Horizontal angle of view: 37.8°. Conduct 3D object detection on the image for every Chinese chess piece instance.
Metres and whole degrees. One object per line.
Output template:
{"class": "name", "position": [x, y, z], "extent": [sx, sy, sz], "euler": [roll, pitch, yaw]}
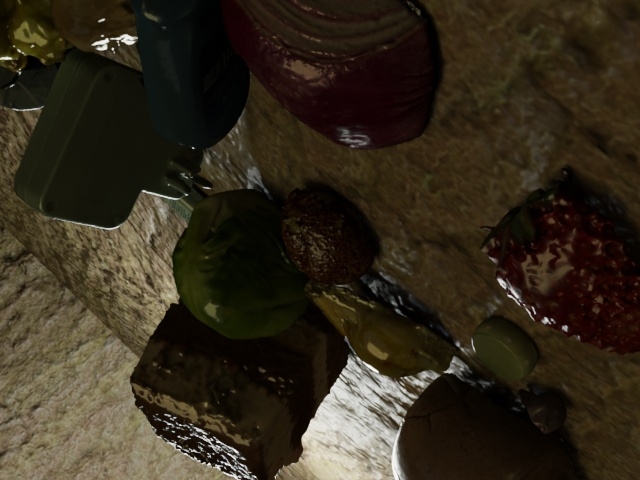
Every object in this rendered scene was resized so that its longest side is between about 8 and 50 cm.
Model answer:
{"class": "Chinese chess piece", "position": [0.223, 0.131, 1.132], "extent": [0.084, 0.034, 0.084], "euler": [38, 156, 21]}

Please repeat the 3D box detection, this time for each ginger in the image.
{"class": "ginger", "position": [-0.241, -0.311, 1.043], "extent": [0.152, 0.138, 0.267], "euler": [46, 152, 40]}

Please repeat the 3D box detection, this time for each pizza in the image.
{"class": "pizza", "position": [0.067, 0.132, 1.296], "extent": [0.204, 0.080, 0.188], "euler": [39, 162, -32]}

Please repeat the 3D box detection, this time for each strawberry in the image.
{"class": "strawberry", "position": [0.242, 0.047, 0.866], "extent": [0.208, 0.087, 0.167], "euler": [43, 158, 1]}

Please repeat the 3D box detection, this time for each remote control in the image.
{"class": "remote control", "position": [-0.172, -0.016, 1.589], "extent": [0.309, 0.038, 0.090], "euler": [42, 158, 6]}

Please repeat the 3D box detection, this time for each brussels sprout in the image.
{"class": "brussels sprout", "position": [-0.111, 0.040, 1.351], "extent": [0.223, 0.223, 0.161], "euler": [40, 153, 13]}

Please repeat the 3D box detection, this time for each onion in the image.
{"class": "onion", "position": [-0.015, -0.172, 0.913], "extent": [0.250, 0.111, 0.247], "euler": [37, 156, 16]}

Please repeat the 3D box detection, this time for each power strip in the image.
{"class": "power strip", "position": [-0.273, -0.122, 1.342], "extent": [0.141, 0.229, 0.261], "euler": [30, -172, 32]}

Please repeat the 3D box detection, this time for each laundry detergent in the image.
{"class": "laundry detergent", "position": [-0.136, -0.227, 0.983], "extent": [0.094, 0.143, 0.289], "euler": [24, 153, 13]}

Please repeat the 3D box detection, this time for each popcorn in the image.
{"class": "popcorn", "position": [-0.368, -0.298, 1.213], "extent": [0.168, 0.195, 0.173], "euler": [42, 166, 15]}

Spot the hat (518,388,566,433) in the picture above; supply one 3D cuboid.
{"class": "hat", "position": [0.281, 0.205, 1.166], "extent": [0.058, 0.042, 0.087], "euler": [54, -167, -2]}

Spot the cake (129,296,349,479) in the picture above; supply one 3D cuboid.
{"class": "cake", "position": [-0.121, 0.208, 1.505], "extent": [0.256, 0.290, 0.282], "euler": [21, 151, 14]}

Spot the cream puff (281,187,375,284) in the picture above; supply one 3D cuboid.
{"class": "cream puff", "position": [0.000, 0.000, 1.235], "extent": [0.149, 0.084, 0.149], "euler": [37, 155, 20]}

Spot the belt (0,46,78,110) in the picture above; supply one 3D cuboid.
{"class": "belt", "position": [-0.470, -0.345, 1.295], "extent": [0.117, 0.212, 0.346], "euler": [20, 144, 45]}

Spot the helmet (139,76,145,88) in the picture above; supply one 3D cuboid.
{"class": "helmet", "position": [-0.178, -0.202, 1.223], "extent": [0.111, 0.057, 0.089], "euler": [42, -158, 20]}

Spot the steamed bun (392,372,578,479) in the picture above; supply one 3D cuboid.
{"class": "steamed bun", "position": [0.214, 0.350, 1.321], "extent": [0.252, 0.199, 0.301], "euler": [30, 155, 35]}
